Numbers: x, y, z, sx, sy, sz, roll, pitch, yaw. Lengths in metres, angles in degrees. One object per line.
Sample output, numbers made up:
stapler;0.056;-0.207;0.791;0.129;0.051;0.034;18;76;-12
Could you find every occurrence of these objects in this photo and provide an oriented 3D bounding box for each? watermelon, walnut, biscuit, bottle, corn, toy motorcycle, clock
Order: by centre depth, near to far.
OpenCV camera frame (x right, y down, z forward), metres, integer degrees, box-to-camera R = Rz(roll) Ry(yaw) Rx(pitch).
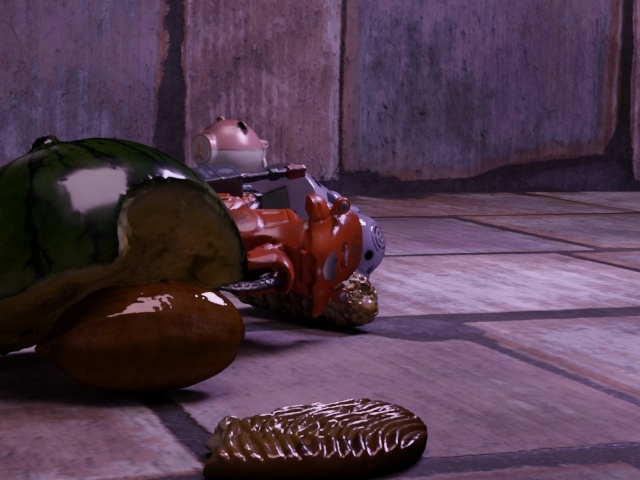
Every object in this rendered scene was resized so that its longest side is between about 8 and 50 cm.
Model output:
biscuit;-0.001;0.157;1.220;0.176;0.031;0.228;4;7;9
walnut;-0.170;0.093;1.420;0.207;0.116;0.116;-7;9;-26
watermelon;-0.251;-0.006;1.528;0.330;0.189;0.331;-11;-14;-3
toy motorcycle;-0.074;-0.004;1.791;0.221;0.148;0.325;-7;20;-21
corn;-0.021;0.058;1.887;0.086;0.086;0.253;-4;9;-39
clock;-0.004;0.000;2.144;0.188;0.189;0.254;5;-6;31
bottle;-0.156;-0.092;2.542;0.147;0.237;0.147;1;7;0

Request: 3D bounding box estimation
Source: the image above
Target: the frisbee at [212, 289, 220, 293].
frisbee;-0.209;0.087;1.734;0.192;0.035;0.192;-4;21;2
